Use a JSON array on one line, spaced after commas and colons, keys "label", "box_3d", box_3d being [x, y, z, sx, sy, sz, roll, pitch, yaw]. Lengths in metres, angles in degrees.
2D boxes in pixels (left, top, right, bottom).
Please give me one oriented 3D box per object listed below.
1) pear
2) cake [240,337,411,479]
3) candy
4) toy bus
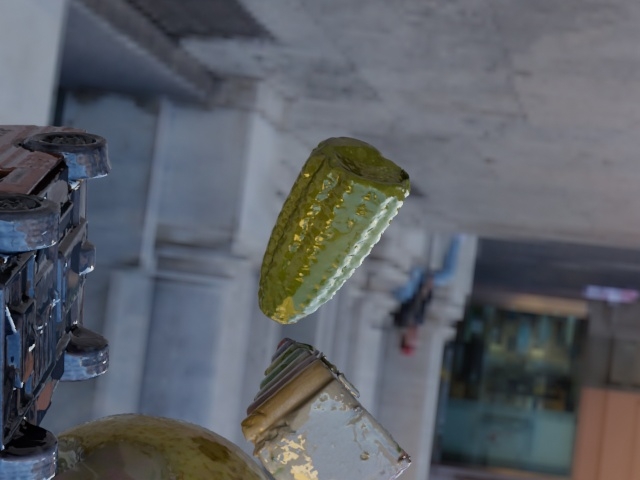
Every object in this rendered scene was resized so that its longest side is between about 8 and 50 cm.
[{"label": "pear", "box_3d": [-0.152, 0.283, 1.519, 0.271, 0.271, 0.271, 7, 175, 1]}, {"label": "cake", "box_3d": [-0.005, 0.145, 1.339, 0.109, 0.090, 0.225, 47, 177, -6]}, {"label": "candy", "box_3d": [0.000, 0.000, 1.666, 0.106, 0.199, 0.094, 23, -157, -18]}, {"label": "toy bus", "box_3d": [-0.287, 0.033, 1.272, 0.233, 0.203, 0.427, 3, -167, 1]}]
